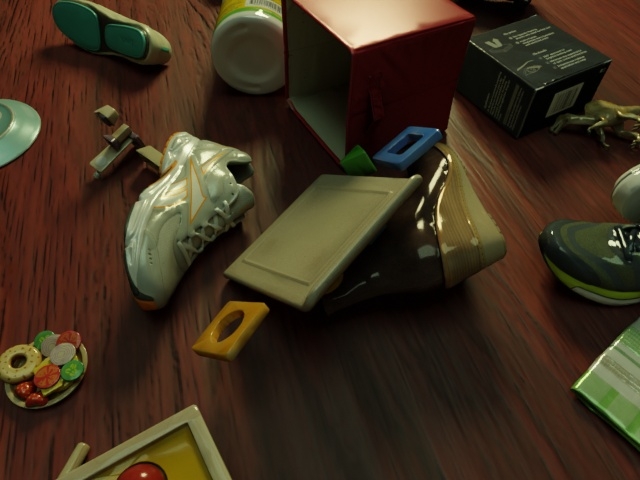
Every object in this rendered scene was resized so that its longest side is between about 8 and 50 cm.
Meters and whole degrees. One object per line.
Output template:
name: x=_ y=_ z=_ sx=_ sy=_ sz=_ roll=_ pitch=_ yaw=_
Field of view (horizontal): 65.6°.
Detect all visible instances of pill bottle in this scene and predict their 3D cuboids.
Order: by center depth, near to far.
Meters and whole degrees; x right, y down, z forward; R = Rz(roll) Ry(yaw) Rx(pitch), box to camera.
pill bottle: x=-0.103 y=-0.374 z=0.845 sx=0.136 sy=0.136 sz=0.246 roll=0 pitch=51 yaw=0

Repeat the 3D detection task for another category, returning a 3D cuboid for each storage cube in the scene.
storage cube: x=0.073 y=-0.251 z=0.716 sx=0.193 sy=0.184 sz=0.215 roll=-23 pitch=54 yaw=-20

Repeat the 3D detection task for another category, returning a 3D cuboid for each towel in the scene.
towel: x=0.342 y=0.146 z=0.500 sx=0.152 sy=0.023 sz=0.113 roll=-32 pitch=55 yaw=-21

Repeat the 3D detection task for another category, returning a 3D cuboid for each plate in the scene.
plate: x=-0.523 y=-0.163 z=0.745 sx=0.188 sy=0.024 sz=0.188 roll=-1 pitch=51 yaw=1

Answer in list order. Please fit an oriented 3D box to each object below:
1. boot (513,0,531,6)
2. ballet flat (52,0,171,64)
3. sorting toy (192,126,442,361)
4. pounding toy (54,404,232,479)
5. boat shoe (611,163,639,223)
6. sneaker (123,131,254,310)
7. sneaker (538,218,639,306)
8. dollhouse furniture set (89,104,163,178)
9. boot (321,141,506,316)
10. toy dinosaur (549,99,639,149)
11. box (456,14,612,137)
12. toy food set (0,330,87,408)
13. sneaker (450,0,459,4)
boot: x=0.305 y=-0.527 z=0.940 sx=0.228 sy=0.263 sz=0.091 roll=18 pitch=94 yaw=9
ballet flat: x=-0.368 y=-0.371 z=0.890 sx=0.248 sy=0.086 sz=0.086 roll=28 pitch=56 yaw=19
sorting toy: x=0.000 y=0.000 z=0.542 sx=0.348 sy=0.047 sz=0.196 roll=-47 pitch=27 yaw=-21
pounding toy: x=-0.172 y=0.222 z=0.387 sx=0.206 sy=0.094 sz=0.181 roll=-25 pitch=55 yaw=-20
boat shoe: x=0.473 y=-0.098 z=0.650 sx=0.267 sy=0.096 sz=0.088 roll=-17 pitch=49 yaw=-15
sneaker: x=-0.146 y=-0.033 z=0.597 sx=0.120 sy=0.099 sz=0.263 roll=7 pitch=52 yaw=0
sneaker: x=0.398 y=0.004 z=0.547 sx=0.299 sy=0.121 sz=0.111 roll=4 pitch=51 yaw=3
dollhouse furniture set: x=-0.264 y=-0.108 z=0.673 sx=0.114 sy=0.091 sz=0.081 roll=33 pitch=73 yaw=21
boot: x=0.078 y=-0.027 z=0.597 sx=0.206 sy=0.090 sz=0.248 roll=-17 pitch=36 yaw=3
toy dinosaur: x=0.446 y=-0.184 z=0.745 sx=0.183 sy=0.053 sz=0.093 roll=-11 pitch=50 yaw=-9
box: x=0.326 y=-0.262 z=0.782 sx=0.155 sy=0.093 sz=0.158 roll=-23 pitch=56 yaw=-18
toy food set: x=-0.281 y=0.130 z=0.509 sx=0.082 sy=0.020 sz=0.083 roll=-31 pitch=57 yaw=-23
sneaker: x=0.203 y=-0.391 z=0.887 sx=0.268 sy=0.101 sz=0.153 roll=-35 pitch=60 yaw=-18
